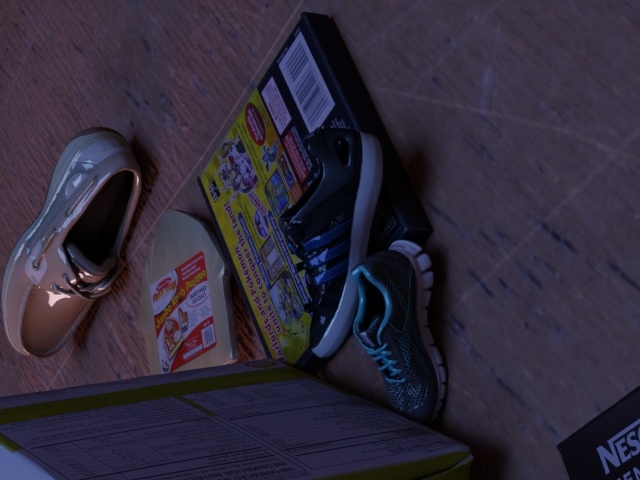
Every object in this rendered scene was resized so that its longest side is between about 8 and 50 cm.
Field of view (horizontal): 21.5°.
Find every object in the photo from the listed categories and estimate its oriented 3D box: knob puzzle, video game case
[{"bbox_3d":[-0.139,0.058,1.795,0.213,0.030,0.213,-5,83,56],"label":"knob puzzle"},{"bbox_3d":[-0.015,-0.037,1.620,0.248,0.035,0.275,-54,47,38],"label":"video game case"}]

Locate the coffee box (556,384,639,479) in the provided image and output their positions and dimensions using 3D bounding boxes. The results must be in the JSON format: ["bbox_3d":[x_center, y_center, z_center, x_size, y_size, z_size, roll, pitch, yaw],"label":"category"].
[{"bbox_3d":[0.288,0.228,1.079,0.168,0.119,0.297,-47,51,44],"label":"coffee box"}]

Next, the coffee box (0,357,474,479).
[{"bbox_3d":[-0.104,0.315,1.428,0.334,0.338,0.337,17,109,55],"label":"coffee box"}]

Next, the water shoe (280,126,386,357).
[{"bbox_3d":[0.000,0.000,1.482,0.073,0.080,0.203,-141,62,-79],"label":"water shoe"}]

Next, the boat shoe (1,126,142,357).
[{"bbox_3d":[-0.285,0.020,1.950,0.098,0.109,0.302,49,121,47],"label":"boat shoe"}]

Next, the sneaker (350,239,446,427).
[{"bbox_3d":[0.059,0.086,1.449,0.065,0.076,0.166,-8,92,46],"label":"sneaker"}]
